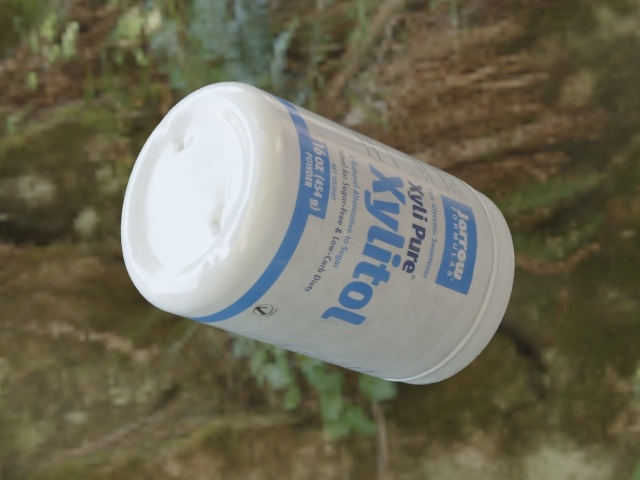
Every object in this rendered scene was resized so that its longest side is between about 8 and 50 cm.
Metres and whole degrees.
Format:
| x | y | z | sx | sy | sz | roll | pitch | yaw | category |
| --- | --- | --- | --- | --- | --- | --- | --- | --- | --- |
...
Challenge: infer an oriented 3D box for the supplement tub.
| x | y | z | sx | sy | sz | roll | pitch | yaw | category |
| --- | --- | --- | --- | --- | --- | --- | --- | --- | --- |
| 0.000 | 0.000 | 0.501 | 0.071 | 0.107 | 0.071 | -21 | 60 | 42 | supplement tub |
